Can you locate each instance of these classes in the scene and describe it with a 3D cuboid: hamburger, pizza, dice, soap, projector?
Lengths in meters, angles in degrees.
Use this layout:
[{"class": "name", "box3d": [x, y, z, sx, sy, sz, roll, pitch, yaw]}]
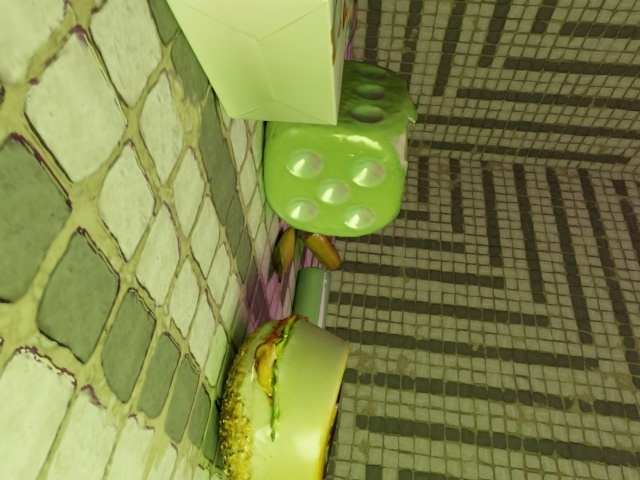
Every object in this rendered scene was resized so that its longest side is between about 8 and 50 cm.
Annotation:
[{"class": "hamburger", "box3d": [-0.059, 0.259, 0.710, 0.276, 0.178, 0.295, -47, 146, -77]}, {"class": "pizza", "box3d": [0.000, 0.000, 1.334, 0.365, 0.073, 0.182, 52, 14, -71]}, {"class": "dice", "box3d": [0.036, -0.174, 0.852, 0.250, 0.254, 0.252, 94, 3, -48]}, {"class": "soap", "box3d": [-0.081, 0.028, 0.989, 0.168, 0.033, 0.089, -71, 164, -69]}, {"class": "projector", "box3d": [-0.038, 0.250, 1.323, 0.108, 0.108, 0.338, 84, 12, -66]}]

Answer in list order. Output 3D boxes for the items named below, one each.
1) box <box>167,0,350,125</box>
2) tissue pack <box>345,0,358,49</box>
[{"class": "box", "box3d": [-0.036, -0.332, 0.490, 0.225, 0.143, 0.342, 75, 20, -77]}, {"class": "tissue pack", "box3d": [0.020, -0.564, 0.908, 0.228, 0.127, 0.311, -75, 169, -51]}]
